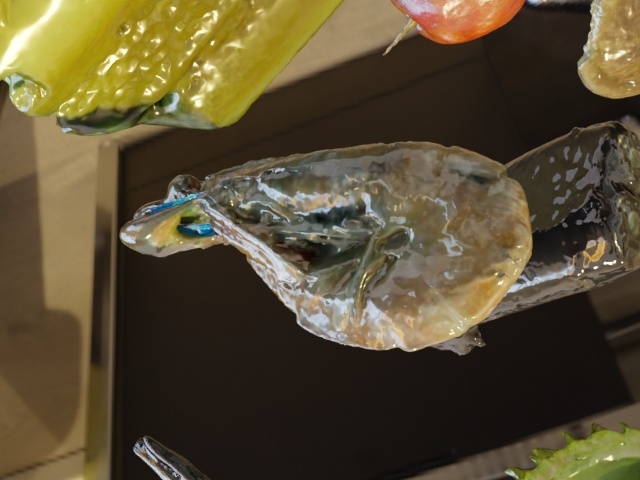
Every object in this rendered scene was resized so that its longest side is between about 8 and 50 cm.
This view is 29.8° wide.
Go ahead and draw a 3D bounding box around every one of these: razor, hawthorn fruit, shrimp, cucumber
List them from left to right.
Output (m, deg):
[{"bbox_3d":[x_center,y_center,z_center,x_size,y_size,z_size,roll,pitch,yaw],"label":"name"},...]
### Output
[{"bbox_3d":[-0.128,0.240,1.193,0.135,0.034,0.033,47,134,3],"label":"cucumber"},{"bbox_3d":[0.000,0.000,1.236,0.446,0.221,0.110,3,159,26],"label":"shrimp"},{"bbox_3d":[0.115,-0.225,1.029,0.140,0.125,0.125,-53,131,-20],"label":"hawthorn fruit"},{"bbox_3d":[0.218,0.002,1.331,0.107,0.189,0.327,26,144,-27],"label":"razor"}]

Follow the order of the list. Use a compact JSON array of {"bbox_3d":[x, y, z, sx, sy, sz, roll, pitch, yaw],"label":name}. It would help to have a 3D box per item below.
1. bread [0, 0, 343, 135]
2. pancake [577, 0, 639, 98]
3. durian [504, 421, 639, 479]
[{"bbox_3d":[-0.055,-0.243,0.667,0.376,0.208,0.251,-45,153,8],"label":"bread"},{"bbox_3d":[0.475,-0.312,1.770,0.222,0.042,0.236,7,119,-34],"label":"pancake"},{"bbox_3d":[0.245,0.208,0.743,0.356,0.169,0.157,1,105,2],"label":"durian"}]
